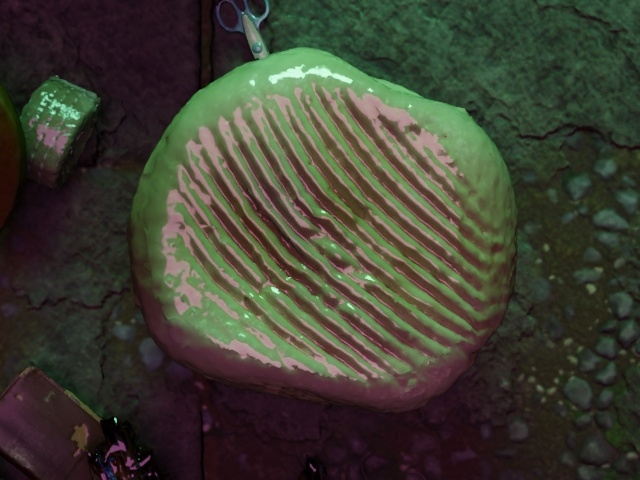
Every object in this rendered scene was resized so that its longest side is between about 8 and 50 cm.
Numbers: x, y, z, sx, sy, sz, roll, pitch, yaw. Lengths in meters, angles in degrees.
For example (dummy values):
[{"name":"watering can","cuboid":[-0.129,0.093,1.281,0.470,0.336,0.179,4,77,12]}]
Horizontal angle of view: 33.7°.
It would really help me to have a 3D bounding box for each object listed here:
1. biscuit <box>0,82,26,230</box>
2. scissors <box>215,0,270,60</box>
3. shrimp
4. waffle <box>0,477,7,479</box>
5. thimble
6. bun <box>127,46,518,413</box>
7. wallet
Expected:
[{"name":"biscuit","cuboid":[-0.476,-0.092,0.972,0.394,0.070,0.350,22,125,-18]},{"name":"scissors","cuboid":[-0.067,-0.205,1.105,0.058,0.014,0.119,-21,88,2]},{"name":"shrimp","cuboid":[-0.102,0.272,1.073,0.222,0.054,0.290,-34,100,-4]},{"name":"waffle","cuboid":[-0.459,0.287,1.067,0.292,0.056,0.309,5,87,-2]},{"name":"thimble","cuboid":[-0.268,-0.110,1.063,0.062,0.084,0.110,27,76,-3]},{"name":"bun","cuboid":[0.000,0.000,1.001,0.352,0.227,0.349,-42,91,-4]},{"name":"wallet","cuboid":[-0.258,0.212,1.072,0.176,0.026,0.095,42,77,-14]}]
